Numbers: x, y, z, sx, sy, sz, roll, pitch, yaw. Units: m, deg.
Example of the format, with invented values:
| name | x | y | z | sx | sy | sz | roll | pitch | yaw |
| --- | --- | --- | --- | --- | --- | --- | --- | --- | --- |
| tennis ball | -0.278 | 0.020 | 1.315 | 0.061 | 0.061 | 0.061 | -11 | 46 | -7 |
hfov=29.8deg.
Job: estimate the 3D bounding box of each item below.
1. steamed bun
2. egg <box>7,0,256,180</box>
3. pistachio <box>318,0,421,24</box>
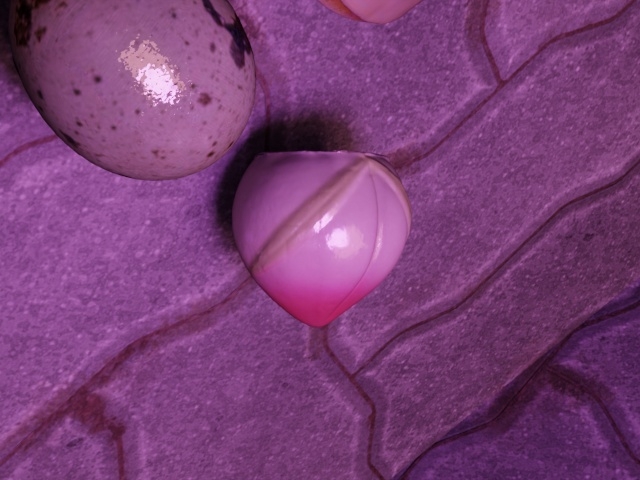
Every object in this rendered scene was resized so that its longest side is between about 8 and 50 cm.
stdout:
| name | x | y | z | sx | sy | sz | roll | pitch | yaw |
| --- | --- | --- | --- | --- | --- | --- | --- | --- | --- |
| steamed bun | 0.000 | 0.000 | 1.979 | 0.309 | 0.309 | 0.309 | -26 | 138 | -26 |
| egg | -0.246 | -0.237 | 1.572 | 0.288 | 0.287 | 0.379 | -50 | 132 | 3 |
| pistachio | 0.067 | -0.492 | 1.655 | 0.445 | 0.281 | 0.365 | 30 | 73 | -60 |
